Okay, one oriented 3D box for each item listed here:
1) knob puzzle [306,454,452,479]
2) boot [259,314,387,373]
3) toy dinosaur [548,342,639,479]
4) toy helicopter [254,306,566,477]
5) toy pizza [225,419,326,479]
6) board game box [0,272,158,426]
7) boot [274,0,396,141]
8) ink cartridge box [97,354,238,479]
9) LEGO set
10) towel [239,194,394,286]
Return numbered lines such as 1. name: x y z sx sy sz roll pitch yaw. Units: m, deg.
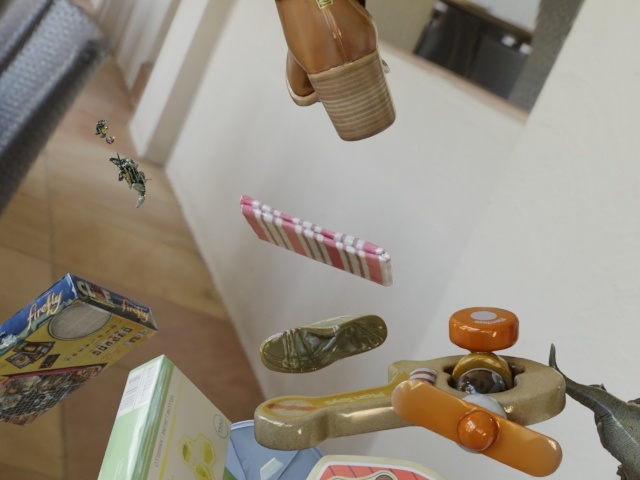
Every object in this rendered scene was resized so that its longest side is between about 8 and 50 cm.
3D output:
1. knob puzzle: 0.052 0.244 0.823 0.213 0.030 0.213 2 53 -3
2. boot: 0.004 0.172 1.806 0.213 0.077 0.165 -14 -2 -2
3. toy dinosaur: 0.388 0.249 1.285 0.314 0.121 0.160 64 5 -8
4. toy helicopter: 0.105 0.187 1.164 0.355 0.140 0.235 -7 16 -16
5. toy pizza: -0.072 0.314 1.262 0.201 0.201 0.032 27 0 12
6. board game box: -0.352 0.147 1.365 0.165 0.243 0.042 34 24 -56
7. boot: -0.013 -0.235 1.040 0.283 0.109 0.220 -101 169 -65
8. ink cartridge box: -0.121 0.254 1.077 0.235 0.056 0.171 50 26 -28
9. LEGO set: -0.172 -0.071 0.947 0.023 0.083 0.054 -26 16 -20
10. towel: 0.000 0.000 1.301 0.197 0.029 0.144 21 -10 9
